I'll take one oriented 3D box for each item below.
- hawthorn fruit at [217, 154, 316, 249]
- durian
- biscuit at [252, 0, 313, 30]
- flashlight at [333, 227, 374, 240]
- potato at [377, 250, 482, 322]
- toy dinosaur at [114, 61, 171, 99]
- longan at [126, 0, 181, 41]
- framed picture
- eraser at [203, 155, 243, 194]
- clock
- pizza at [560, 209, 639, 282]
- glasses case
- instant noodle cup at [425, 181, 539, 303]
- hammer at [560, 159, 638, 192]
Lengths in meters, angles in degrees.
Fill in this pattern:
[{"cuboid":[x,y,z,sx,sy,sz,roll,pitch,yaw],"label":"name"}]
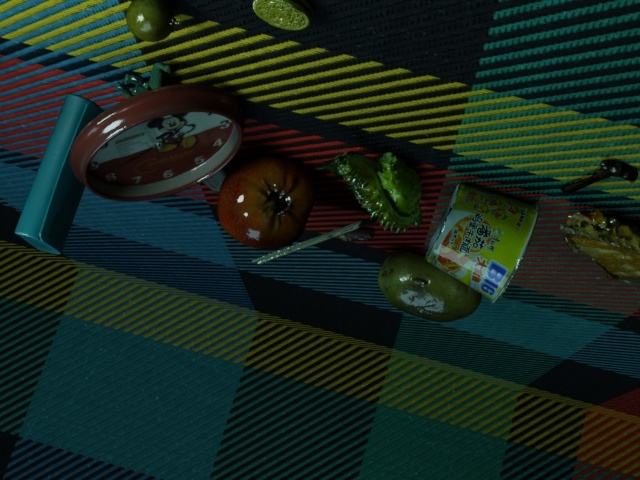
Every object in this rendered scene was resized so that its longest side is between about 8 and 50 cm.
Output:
[{"cuboid":[-0.124,-0.075,1.911,0.196,0.196,0.225,24,169,-26],"label":"hawthorn fruit"},{"cuboid":[0.118,-0.087,1.720,0.106,0.132,0.375,22,176,34],"label":"durian"},{"cuboid":[-0.050,-0.311,1.282,0.084,0.023,0.084,16,165,4],"label":"biscuit"},{"cuboid":[0.080,-0.013,2.204,0.110,0.031,0.052,1,158,45],"label":"flashlight"},{"cuboid":[0.258,0.113,2.257,0.228,0.148,0.197,25,149,-21],"label":"potato"},{"cuboid":[-0.319,-0.253,1.687,0.120,0.079,0.292,12,154,-4],"label":"toy dinosaur"},{"cuboid":[-0.237,-0.319,1.367,0.083,0.075,0.075,16,165,11],"label":"longan"},{"cuboid":[0.000,0.000,1.945,0.232,0.019,0.296,-20,180,12],"label":"framed picture"},{"cuboid":[-0.229,-0.167,1.923,0.089,0.061,0.352,10,164,21],"label":"eraser"},{"cuboid":[-0.284,-0.175,1.672,0.318,0.080,0.318,-19,159,-7],"label":"clock"},{"cuboid":[0.554,0.019,1.733,0.287,0.074,0.251,17,165,2],"label":"pizza"},{"cuboid":[-0.506,-0.129,1.885,0.070,0.301,0.117,14,165,13],"label":"glasses case"},{"cuboid":[0.287,-0.003,1.728,0.153,0.205,0.205,23,166,5],"label":"instant noodle cup"},{"cuboid":[0.441,-0.095,1.542,0.065,0.021,0.178,18,166,-11],"label":"hammer"}]
